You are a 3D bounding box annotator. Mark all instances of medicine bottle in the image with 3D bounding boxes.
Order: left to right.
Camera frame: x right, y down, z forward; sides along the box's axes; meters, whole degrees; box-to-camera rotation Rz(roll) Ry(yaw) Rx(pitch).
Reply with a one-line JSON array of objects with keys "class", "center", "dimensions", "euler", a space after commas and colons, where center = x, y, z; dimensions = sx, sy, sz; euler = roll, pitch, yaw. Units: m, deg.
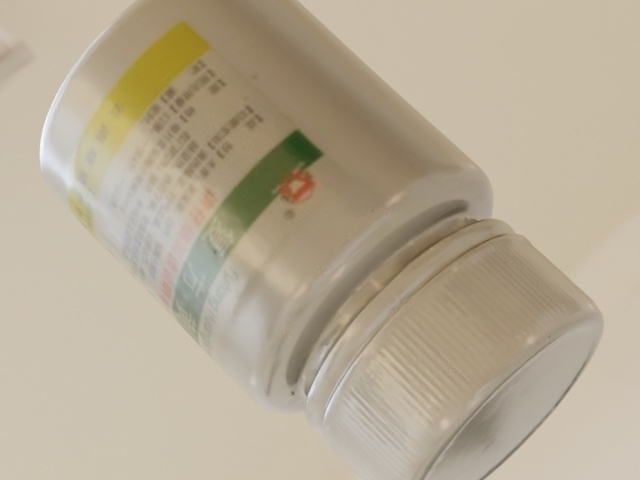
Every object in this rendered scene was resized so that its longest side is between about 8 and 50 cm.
[{"class": "medicine bottle", "center": [0.000, 0.000, 1.205], "dimensions": [0.208, 0.208, 0.339], "euler": [-41, -111, -12]}]
